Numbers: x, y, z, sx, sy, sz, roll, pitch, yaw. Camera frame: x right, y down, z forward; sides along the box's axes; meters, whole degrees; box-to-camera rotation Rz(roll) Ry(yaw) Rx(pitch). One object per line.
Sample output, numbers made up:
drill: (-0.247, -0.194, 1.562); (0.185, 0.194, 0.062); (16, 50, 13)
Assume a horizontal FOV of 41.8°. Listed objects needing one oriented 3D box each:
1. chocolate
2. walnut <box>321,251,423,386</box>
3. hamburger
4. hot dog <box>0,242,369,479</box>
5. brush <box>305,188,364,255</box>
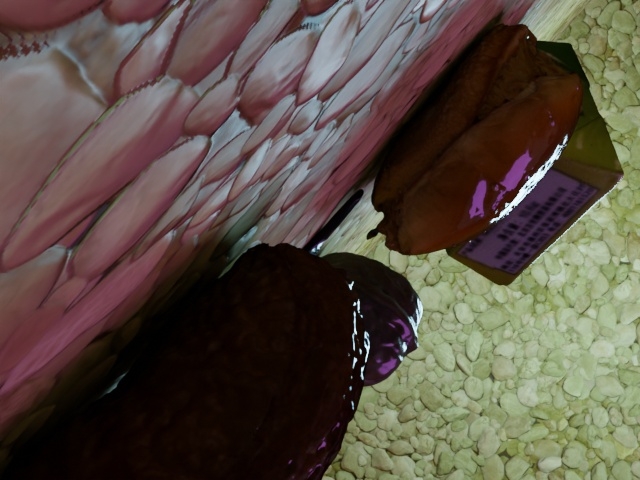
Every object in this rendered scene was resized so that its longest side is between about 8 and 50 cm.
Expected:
chocolate: (0.300, -0.130, 1.326); (0.301, 0.137, 0.288); (125, -31, -44)
walnut: (0.051, 0.128, 1.330); (0.224, 0.224, 0.224); (-48, 175, -6)
hamburger: (0.191, -0.109, 1.047); (0.314, 0.170, 0.290); (-49, 169, 23)
hot dog: (-0.098, 0.169, 0.583); (0.387, 0.174, 0.267); (-45, 172, -29)
brush: (0.000, 0.000, 1.058); (0.193, 0.016, 0.063); (-52, 175, 40)
